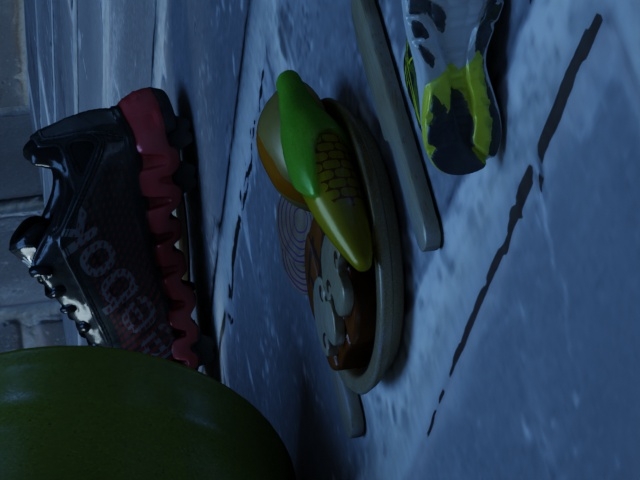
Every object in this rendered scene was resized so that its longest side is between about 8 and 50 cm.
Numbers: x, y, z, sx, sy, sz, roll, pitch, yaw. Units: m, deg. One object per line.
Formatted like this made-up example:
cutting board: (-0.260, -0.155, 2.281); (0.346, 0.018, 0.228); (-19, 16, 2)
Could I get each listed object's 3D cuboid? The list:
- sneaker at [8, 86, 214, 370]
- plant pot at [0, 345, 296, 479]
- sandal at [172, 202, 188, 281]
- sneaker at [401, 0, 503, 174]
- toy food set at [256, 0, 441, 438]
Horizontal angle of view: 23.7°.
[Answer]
sneaker: (-0.151, 0.033, 1.091); (0.097, 0.135, 0.276); (-157, 59, -73)
plant pot: (-0.124, 0.249, 0.722); (0.353, 0.366, 0.366); (-94, 7, -47)
sandal: (-0.151, 0.042, 1.215); (0.088, 0.079, 0.240); (-112, 20, -48)
sneaker: (0.036, -0.062, 0.461); (0.035, 0.031, 0.083); (-122, 28, -63)
toy food set: (0.000, 0.000, 0.632); (0.192, 0.038, 0.132); (104, 155, -58)
